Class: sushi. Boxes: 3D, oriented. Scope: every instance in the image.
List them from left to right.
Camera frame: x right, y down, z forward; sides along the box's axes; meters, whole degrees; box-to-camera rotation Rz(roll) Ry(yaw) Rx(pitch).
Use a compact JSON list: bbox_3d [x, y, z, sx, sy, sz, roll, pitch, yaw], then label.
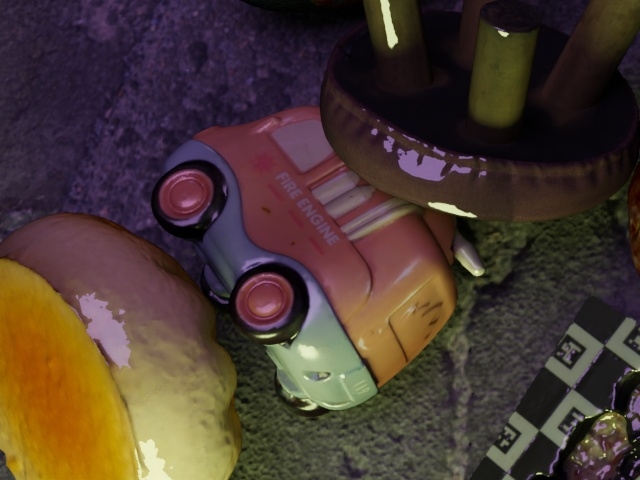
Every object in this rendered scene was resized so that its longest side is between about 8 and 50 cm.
[{"bbox_3d":[0.239,0.182,1.464,0.192,0.050,0.215,33,90,33],"label":"sushi"}]

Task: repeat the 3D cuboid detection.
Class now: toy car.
[{"bbox_3d":[0.000,0.000,1.575,0.212,0.180,0.270,-36,60,-6],"label":"toy car"}]

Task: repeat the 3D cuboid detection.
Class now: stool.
[{"bbox_3d":[0.141,-0.155,1.500,0.272,0.178,0.272,5,35,-4],"label":"stool"}]

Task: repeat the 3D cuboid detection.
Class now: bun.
[{"bbox_3d":[-0.163,0.115,1.564,0.165,0.299,0.299,-24,53,-33],"label":"bun"}]

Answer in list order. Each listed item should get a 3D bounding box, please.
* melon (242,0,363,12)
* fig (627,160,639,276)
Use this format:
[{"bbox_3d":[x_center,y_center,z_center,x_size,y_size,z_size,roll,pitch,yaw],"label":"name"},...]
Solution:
[{"bbox_3d":[0.004,-0.300,1.682,0.287,0.182,0.182,-12,65,19],"label":"melon"},{"bbox_3d":[0.337,-0.048,1.412,0.145,0.274,0.170,9,60,-12],"label":"fig"}]
